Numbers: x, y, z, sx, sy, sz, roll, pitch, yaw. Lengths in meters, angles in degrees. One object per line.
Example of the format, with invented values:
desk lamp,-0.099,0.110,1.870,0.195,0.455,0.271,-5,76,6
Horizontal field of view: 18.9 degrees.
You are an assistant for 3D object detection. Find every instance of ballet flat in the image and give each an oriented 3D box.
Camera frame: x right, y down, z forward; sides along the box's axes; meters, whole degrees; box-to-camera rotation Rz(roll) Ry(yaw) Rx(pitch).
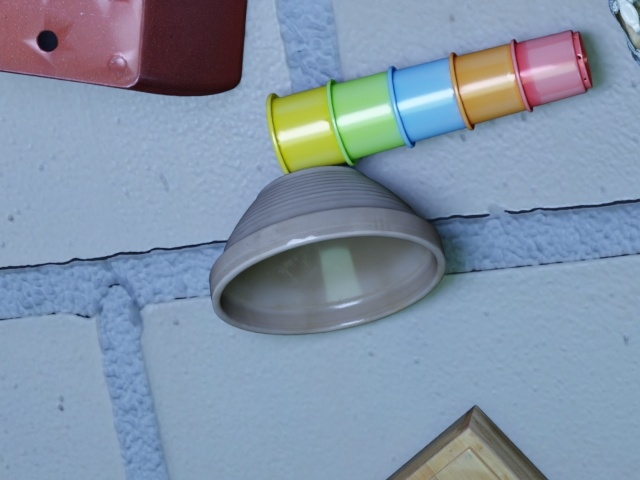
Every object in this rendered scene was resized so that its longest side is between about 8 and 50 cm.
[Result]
ballet flat,0.312,-0.199,1.865,0.041,0.041,0.114,-29,99,18

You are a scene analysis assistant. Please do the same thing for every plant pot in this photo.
plant pot,-0.223,-0.265,1.850,0.267,0.236,0.267,9,108,9
plant pot,0.000,0.000,1.923,0.237,0.237,0.110,-19,64,16

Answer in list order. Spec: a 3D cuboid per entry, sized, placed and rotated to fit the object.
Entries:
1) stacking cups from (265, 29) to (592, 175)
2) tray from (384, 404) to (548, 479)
stacking cups,0.106,-0.145,1.898,0.316,0.096,0.096,-17,102,14
tray,0.228,0.393,2.043,0.203,0.076,0.411,-42,95,20
